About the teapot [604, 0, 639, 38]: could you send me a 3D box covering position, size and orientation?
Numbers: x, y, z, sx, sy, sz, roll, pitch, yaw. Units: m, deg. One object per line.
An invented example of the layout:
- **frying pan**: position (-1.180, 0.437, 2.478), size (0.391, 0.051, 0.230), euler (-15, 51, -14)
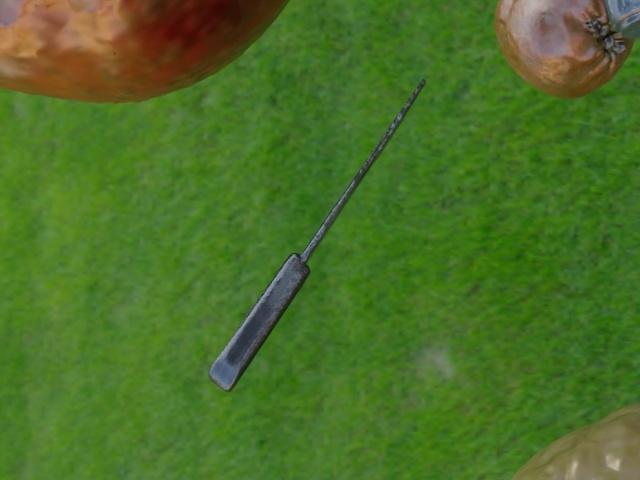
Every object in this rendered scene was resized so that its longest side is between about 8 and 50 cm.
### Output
- **teapot**: position (0.249, -0.202, 1.011), size (0.063, 0.049, 0.083), euler (-14, 73, 10)

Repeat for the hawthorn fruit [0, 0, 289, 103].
- **hawthorn fruit**: position (-0.173, -0.311, 0.918), size (0.402, 0.402, 0.403), euler (-8, 79, 46)

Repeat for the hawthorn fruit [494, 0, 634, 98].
- **hawthorn fruit**: position (0.250, -0.232, 1.350), size (0.149, 0.149, 0.189), euler (-57, 32, 25)

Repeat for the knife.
- **knife**: position (0.000, 0.000, 0.840), size (0.245, 0.019, 0.072), euler (-55, -4, -23)

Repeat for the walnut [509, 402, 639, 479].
- **walnut**: position (0.258, 0.273, 0.972), size (0.252, 0.313, 0.277), euler (-37, 104, 30)
